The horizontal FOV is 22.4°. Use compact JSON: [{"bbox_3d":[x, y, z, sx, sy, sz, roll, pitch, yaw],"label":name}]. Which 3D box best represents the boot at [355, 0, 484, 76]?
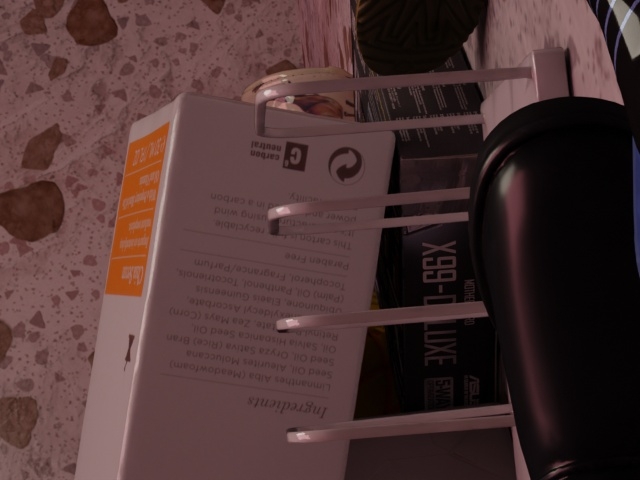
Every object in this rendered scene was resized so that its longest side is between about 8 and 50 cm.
[{"bbox_3d":[0.064,-0.289,1.178,0.236,0.089,0.269,103,165,-44],"label":"boot"}]

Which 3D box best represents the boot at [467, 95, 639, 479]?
[{"bbox_3d":[0.120,0.095,0.614,0.207,0.094,0.246,-94,-6,-56],"label":"boot"}]

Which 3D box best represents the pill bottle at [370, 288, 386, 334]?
[{"bbox_3d":[0.020,0.087,1.532,0.188,0.188,0.334,90,174,-57],"label":"pill bottle"}]

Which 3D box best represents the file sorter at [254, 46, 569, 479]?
[{"bbox_3d":[0.059,0.046,0.965,0.193,0.173,0.277,120,145,-85],"label":"file sorter"}]

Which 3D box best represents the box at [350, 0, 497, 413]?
[{"bbox_3d":[0.079,-0.039,1.298,0.307,0.077,0.242,-101,7,-58],"label":"box"}]

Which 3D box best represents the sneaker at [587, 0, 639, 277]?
[{"bbox_3d":[0.124,-0.082,0.513,0.090,0.081,0.232,110,148,-76],"label":"sneaker"}]

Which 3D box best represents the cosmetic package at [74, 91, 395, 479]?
[{"bbox_3d":[-0.083,0.134,1.189,0.230,0.162,0.453,173,106,-75],"label":"cosmetic package"}]

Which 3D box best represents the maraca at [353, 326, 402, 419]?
[{"bbox_3d":[0.047,0.139,1.351,0.099,0.186,0.127,-45,13,50],"label":"maraca"}]

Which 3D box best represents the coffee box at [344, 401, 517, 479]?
[{"bbox_3d":[0.077,0.251,1.241,0.098,0.141,0.246,-101,5,-52],"label":"coffee box"}]

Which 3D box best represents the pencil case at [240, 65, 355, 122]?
[{"bbox_3d":[0.000,0.000,1.962,0.183,0.160,0.410,168,97,-70],"label":"pencil case"}]
